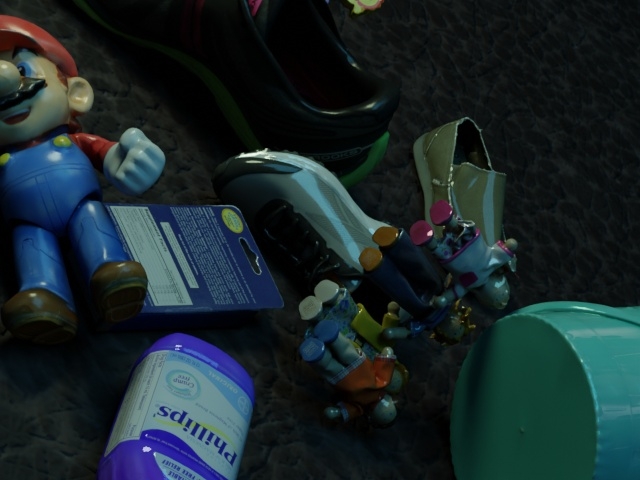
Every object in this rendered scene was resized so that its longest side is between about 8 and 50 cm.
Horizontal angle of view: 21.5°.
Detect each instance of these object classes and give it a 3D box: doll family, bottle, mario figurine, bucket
[{"bbox_3d":[0.083,0.075,1.734,0.163,0.263,0.118,48,-6,-34],"label":"doll family"},{"bbox_3d":[-0.134,0.206,1.454,0.118,0.092,0.283,34,36,-15],"label":"bottle"},{"bbox_3d":[-0.269,-0.075,1.541,0.198,0.170,0.320,-5,61,-34],"label":"mario figurine"},{"bbox_3d":[0.272,0.194,1.726,0.183,0.281,0.281,5,50,-32],"label":"bucket"}]

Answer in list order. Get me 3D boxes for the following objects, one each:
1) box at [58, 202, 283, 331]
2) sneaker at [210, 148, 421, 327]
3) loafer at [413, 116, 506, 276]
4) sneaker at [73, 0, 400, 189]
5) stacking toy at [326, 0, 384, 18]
[{"bbox_3d":[-0.149,0.024,1.679,0.225,0.036,0.136,0,53,-43],"label":"box"},{"bbox_3d":[0.000,0.000,1.805,0.271,0.100,0.108,35,40,-13],"label":"sneaker"},{"bbox_3d":[0.178,-0.053,2.044,0.094,0.087,0.251,14,44,-35],"label":"loafer"},{"bbox_3d":[-0.099,-0.265,1.875,0.483,0.202,0.185,40,48,-5],"label":"sneaker"},{"bbox_3d":[-0.043,-0.313,1.935,0.221,0.167,0.052,42,66,-6],"label":"stacking toy"}]
